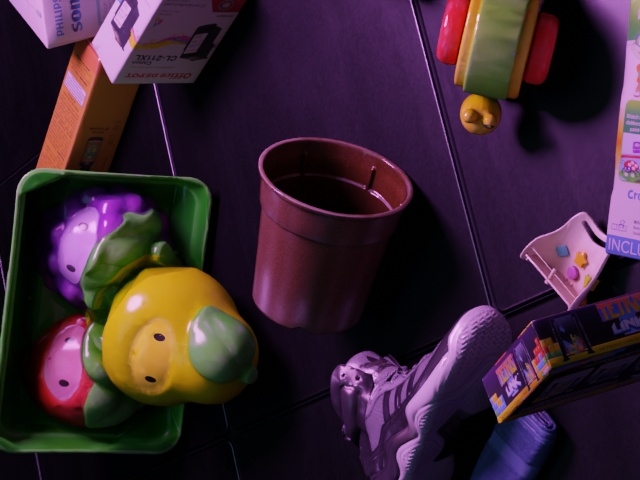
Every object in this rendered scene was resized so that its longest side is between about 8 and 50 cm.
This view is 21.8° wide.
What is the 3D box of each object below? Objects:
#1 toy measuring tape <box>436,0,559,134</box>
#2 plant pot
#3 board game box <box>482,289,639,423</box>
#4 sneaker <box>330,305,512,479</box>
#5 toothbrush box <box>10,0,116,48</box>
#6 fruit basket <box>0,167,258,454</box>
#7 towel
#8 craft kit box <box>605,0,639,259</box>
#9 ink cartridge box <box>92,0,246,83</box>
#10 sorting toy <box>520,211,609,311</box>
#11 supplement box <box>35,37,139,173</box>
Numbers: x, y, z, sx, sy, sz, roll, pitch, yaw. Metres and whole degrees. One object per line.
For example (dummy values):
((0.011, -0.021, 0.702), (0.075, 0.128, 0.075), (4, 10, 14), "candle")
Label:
((0.180, -0.248, 1.557), (0.121, 0.121, 0.330), (38, 126, 44), "toy measuring tape")
((0.000, 0.000, 1.787), (0.167, 0.167, 0.165), (44, 132, 41), "plant pot")
((0.241, 0.094, 1.435), (0.141, 0.170, 0.048), (119, 134, -62), "board game box")
((0.092, 0.146, 1.711), (0.153, 0.101, 0.269), (48, 130, 36), "sneaker")
((-0.367, -0.422, 2.187), (0.295, 0.126, 0.216), (49, 149, 45), "toothbrush box")
((-0.245, 0.100, 2.037), (0.392, 0.283, 0.392), (-177, 90, -69), "fruit basket")
((0.193, 0.214, 1.646), (0.067, 0.029, 0.119), (48, 127, 39), "towel")
((0.358, -0.091, 1.403), (0.250, 0.061, 0.247), (15, 106, 50), "craft kit box")
((-0.180, -0.272, 2.019), (0.175, 0.127, 0.072), (-53, 55, 40), "ink cartridge box")
((0.243, 0.016, 1.567), (0.075, 0.045, 0.083), (-58, 49, 26), "sorting toy")
((-0.312, -0.163, 2.232), (0.080, 0.078, 0.233), (48, 126, 40), "supplement box")
